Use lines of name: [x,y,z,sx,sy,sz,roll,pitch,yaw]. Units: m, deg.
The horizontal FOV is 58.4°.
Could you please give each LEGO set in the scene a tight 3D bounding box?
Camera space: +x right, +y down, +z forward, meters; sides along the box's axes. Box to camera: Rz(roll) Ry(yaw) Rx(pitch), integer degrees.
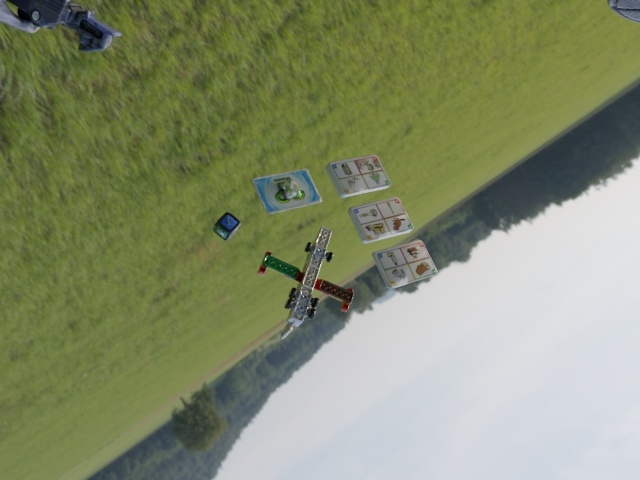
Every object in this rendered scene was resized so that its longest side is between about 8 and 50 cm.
LEGO set: [0.000,0.000,0.685,0.245,0.182,0.060,-15,160,-30]

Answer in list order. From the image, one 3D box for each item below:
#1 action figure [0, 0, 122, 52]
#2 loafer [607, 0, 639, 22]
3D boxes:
action figure: [-0.464,-0.309,0.760,0.178,0.342,0.330,-82,-166,-79]
loafer: [0.376,-0.273,0.478,0.095,0.109,0.302,-69,-162,-2]
